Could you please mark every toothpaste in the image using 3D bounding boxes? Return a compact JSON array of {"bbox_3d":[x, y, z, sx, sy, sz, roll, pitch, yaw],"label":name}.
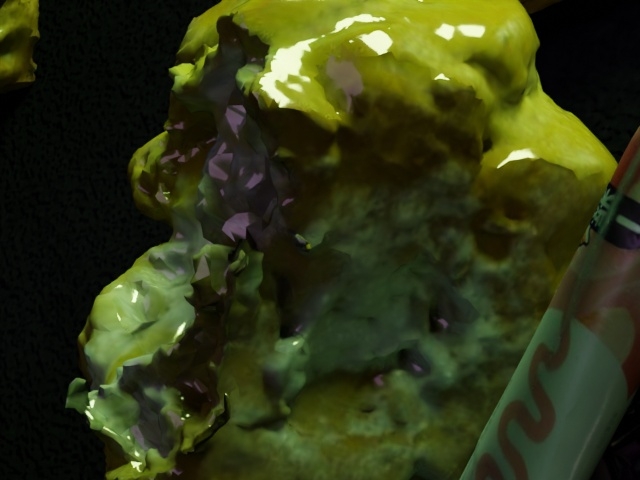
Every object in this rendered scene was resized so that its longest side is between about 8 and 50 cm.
[{"bbox_3d":[0.079,0.041,0.505,0.205,0.036,0.056,-65,28,12],"label":"toothpaste"}]

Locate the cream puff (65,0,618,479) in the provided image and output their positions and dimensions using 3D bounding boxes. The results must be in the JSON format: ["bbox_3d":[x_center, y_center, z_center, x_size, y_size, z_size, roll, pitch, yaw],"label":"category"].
[{"bbox_3d":[0.005,0.001,0.616,0.194,0.194,0.221,36,106,46],"label":"cream puff"}]

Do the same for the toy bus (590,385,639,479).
[{"bbox_3d":[0.140,0.098,0.493,0.098,0.087,0.178,-38,44,26],"label":"toy bus"}]

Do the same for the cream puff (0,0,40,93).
[{"bbox_3d":[-0.249,-0.151,0.891,0.244,0.244,0.196,-41,78,19],"label":"cream puff"}]

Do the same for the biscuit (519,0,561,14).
[{"bbox_3d":[0.163,-0.143,0.624,0.262,0.052,0.277,-46,46,21],"label":"biscuit"}]
